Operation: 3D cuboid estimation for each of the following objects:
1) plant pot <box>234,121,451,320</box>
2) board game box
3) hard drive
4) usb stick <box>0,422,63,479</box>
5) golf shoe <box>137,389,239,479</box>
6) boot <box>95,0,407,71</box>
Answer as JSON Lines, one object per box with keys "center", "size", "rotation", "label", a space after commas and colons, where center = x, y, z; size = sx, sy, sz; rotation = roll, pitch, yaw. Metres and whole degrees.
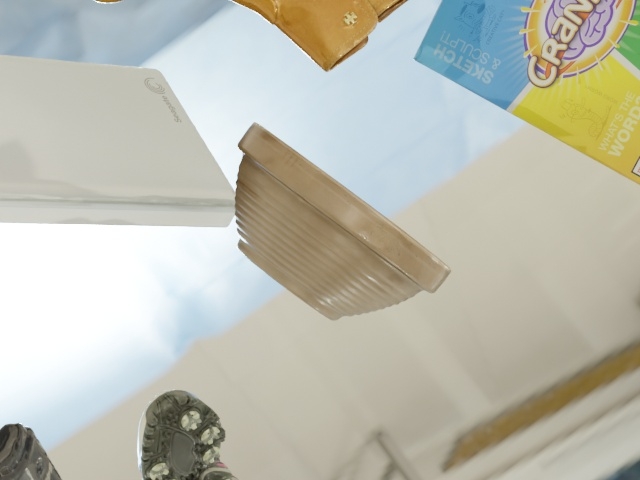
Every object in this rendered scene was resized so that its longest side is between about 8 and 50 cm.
{"center": [0.000, 0.000, 1.591], "size": [0.110, 0.237, 0.237], "rotation": [-54, 154, 1], "label": "plant pot"}
{"center": [0.278, -0.213, 1.653], "size": [0.064, 0.316, 0.242], "rotation": [1, 117, -61], "label": "board game box"}
{"center": [-0.281, -0.107, 1.750], "size": [0.353, 0.233, 0.047], "rotation": [1, 133, -39], "label": "hard drive"}
{"center": [-0.230, 0.282, 1.524], "size": [0.045, 0.077, 0.278], "rotation": [-8, 127, 21], "label": "usb stick"}
{"center": [-0.171, 0.232, 1.907], "size": [0.105, 0.120, 0.273], "rotation": [-32, 150, -14], "label": "golf shoe"}
{"center": [-0.058, -0.246, 1.618], "size": [0.295, 0.211, 0.104], "rotation": [-33, 175, -8], "label": "boot"}
